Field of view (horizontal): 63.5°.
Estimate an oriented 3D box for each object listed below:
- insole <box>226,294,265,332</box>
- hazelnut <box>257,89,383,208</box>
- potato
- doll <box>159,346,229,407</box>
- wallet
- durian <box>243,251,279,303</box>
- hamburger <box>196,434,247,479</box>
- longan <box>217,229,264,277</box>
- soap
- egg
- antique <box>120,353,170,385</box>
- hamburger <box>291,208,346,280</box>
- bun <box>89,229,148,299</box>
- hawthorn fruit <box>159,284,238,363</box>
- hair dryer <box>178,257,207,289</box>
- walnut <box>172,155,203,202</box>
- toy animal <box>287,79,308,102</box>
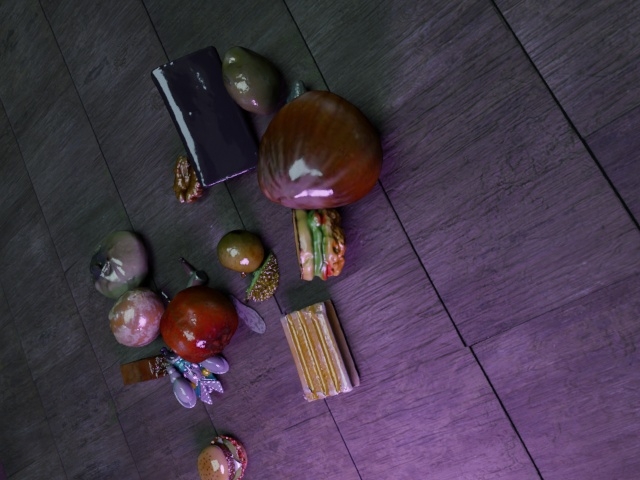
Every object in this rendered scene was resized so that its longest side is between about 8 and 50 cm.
[{"bbox_3d":[-0.258,0.253,1.780,0.193,0.006,0.065,33,109,26],"label":"insole"},{"bbox_3d":[-0.010,-0.232,1.426,0.372,0.372,0.315,-11,125,31],"label":"hazelnut"},{"bbox_3d":[-0.216,-0.500,1.611,0.160,0.178,0.235,-37,86,13],"label":"potato"},{"bbox_3d":[-0.455,0.471,1.798,0.258,0.153,0.195,19,76,-7],"label":"doll"},{"bbox_3d":[-0.362,-0.394,1.673,0.228,0.062,0.406,-23,100,-2],"label":"wallet"},{"bbox_3d":[-0.196,0.144,1.713,0.215,0.086,0.100,-60,31,16],"label":"durian"},{"bbox_3d":[-0.351,0.771,1.788,0.175,0.137,0.175,3,95,34],"label":"hamburger"},{"bbox_3d":[-0.262,0.047,1.696,0.154,0.145,0.176,39,133,50],"label":"longan"},{"bbox_3d":[-0.004,0.336,1.584,0.173,0.089,0.274,-25,79,31],"label":"soap"},{"bbox_3d":[-0.675,0.282,1.921,0.203,0.203,0.245,38,119,24],"label":"egg"},{"bbox_3d":[-0.619,0.477,1.958,0.309,0.093,0.087,-18,83,30],"label":"antique"},{"bbox_3d":[0.000,0.000,1.503,0.148,0.237,0.237,-7,88,-3],"label":"hamburger"},{"bbox_3d":[-0.785,0.096,1.999,0.272,0.168,0.273,-4,83,32],"label":"bun"},{"bbox_3d":[-0.433,0.259,1.739,0.300,0.254,0.254,37,110,12],"label":"hawthorn fruit"},{"bbox_3d":[-0.480,0.121,1.891,0.106,0.054,0.154,-50,59,28],"label":"hair dryer"},{"bbox_3d":[-0.464,-0.218,1.844,0.142,0.069,0.170,6,94,32],"label":"walnut"},{"bbox_3d":[-0.067,-0.368,1.609,0.079,0.070,0.253,-138,49,-60],"label":"toy animal"}]
